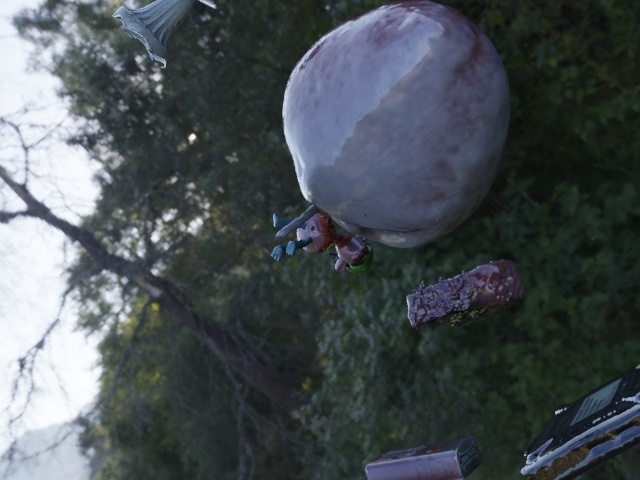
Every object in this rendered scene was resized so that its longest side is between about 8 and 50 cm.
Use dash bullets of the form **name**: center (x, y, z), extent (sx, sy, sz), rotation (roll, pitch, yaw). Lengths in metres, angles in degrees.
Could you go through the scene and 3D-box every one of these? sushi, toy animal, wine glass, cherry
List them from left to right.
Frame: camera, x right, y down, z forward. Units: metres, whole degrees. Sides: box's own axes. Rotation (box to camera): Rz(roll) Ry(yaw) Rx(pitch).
- **wine glass**: center (-0.344, -0.513, 1.859), extent (0.196, 0.165, 0.165), rotation (-44, -6, 0)
- **toy animal**: center (0.000, 0.000, 1.381), extent (0.208, 0.103, 0.100), rotation (7, -77, -46)
- **cherry**: center (0.110, -0.152, 1.118), extent (0.291, 0.326, 0.335), rotation (-23, 7, -38)
- **sushi**: center (0.301, 0.107, 1.637), extent (0.241, 0.107, 0.161), rotation (-6, -20, -35)

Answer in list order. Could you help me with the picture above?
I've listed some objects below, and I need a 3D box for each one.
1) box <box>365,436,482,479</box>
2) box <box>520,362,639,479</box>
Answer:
- **box**: center (0.218, 0.476, 1.747), extent (0.224, 0.069, 0.120), rotation (-20, -4, 33)
- **box**: center (0.474, 0.286, 1.339), extent (0.289, 0.073, 0.290), rotation (-41, -11, 29)
